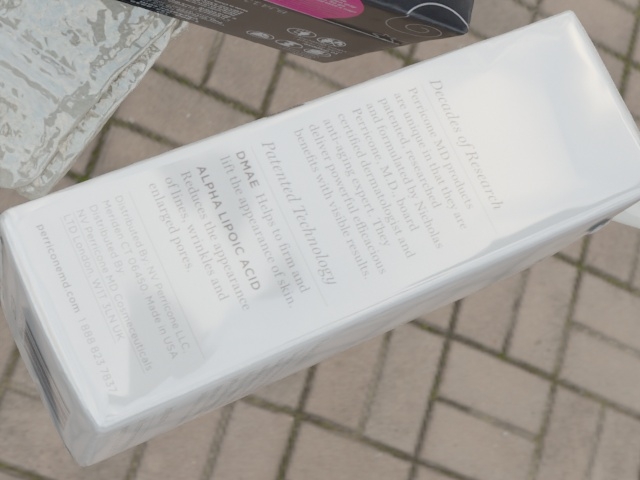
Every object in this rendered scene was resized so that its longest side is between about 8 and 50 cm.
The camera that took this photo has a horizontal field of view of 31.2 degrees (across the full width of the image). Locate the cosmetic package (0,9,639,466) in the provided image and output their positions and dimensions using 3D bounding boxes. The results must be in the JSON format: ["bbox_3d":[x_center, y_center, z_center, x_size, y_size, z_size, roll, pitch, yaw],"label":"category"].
[{"bbox_3d":[0.000,0.000,0.443,0.231,0.117,0.085,-23,81,-21],"label":"cosmetic package"}]

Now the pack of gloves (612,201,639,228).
[{"bbox_3d":[0.423,-0.043,1.143,0.232,0.195,0.046,19,47,8],"label":"pack of gloves"}]

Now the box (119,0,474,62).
[{"bbox_3d":[-0.054,-0.196,0.585,0.247,0.163,0.142,13,86,-28],"label":"box"}]

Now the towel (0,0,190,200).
[{"bbox_3d":[-0.229,-0.164,0.676,0.282,0.049,0.187,38,106,-19],"label":"towel"}]
